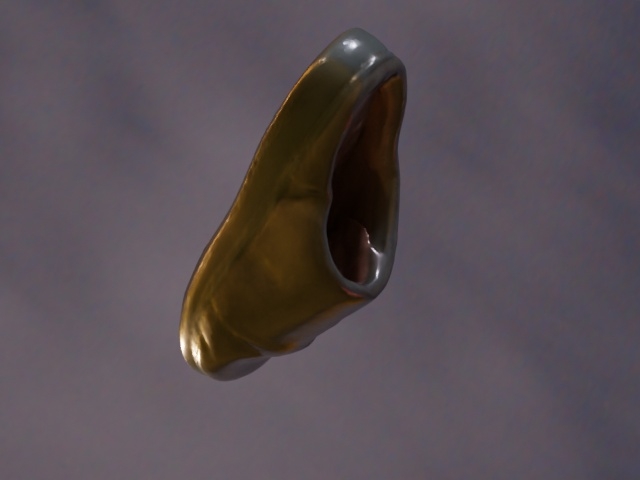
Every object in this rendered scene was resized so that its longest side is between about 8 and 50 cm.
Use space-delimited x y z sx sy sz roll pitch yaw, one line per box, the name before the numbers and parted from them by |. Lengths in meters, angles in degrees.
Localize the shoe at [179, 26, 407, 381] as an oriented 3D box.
shoe | 0.000 0.000 1.084 0.100 0.103 0.251 39 -48 20
